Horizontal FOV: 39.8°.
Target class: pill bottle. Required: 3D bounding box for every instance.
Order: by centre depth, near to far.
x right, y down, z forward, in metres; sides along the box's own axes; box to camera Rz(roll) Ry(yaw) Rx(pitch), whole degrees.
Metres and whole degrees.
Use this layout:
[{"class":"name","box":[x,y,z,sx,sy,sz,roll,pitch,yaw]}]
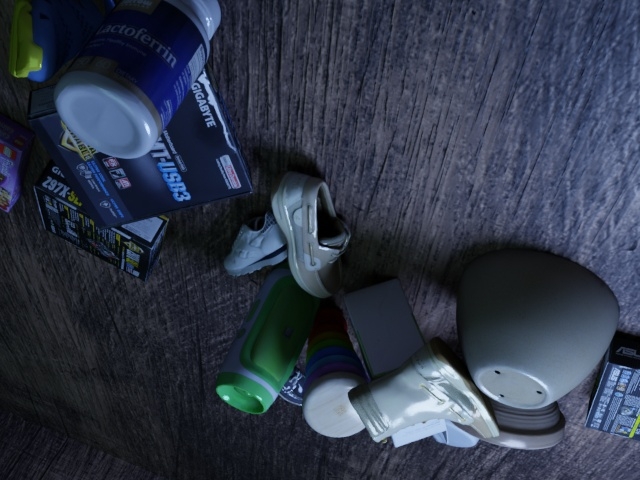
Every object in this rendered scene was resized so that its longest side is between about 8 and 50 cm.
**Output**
[{"class":"pill bottle","box":[-0.250,-0.258,1.259,0.153,0.265,0.153,16,146,11]}]

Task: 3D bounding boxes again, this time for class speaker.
[{"class":"speaker","box":[-0.098,0.191,1.766,0.131,0.297,0.131,18,147,12]}]

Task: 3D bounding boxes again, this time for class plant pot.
[{"class":"plant pot","box":[0.355,0.177,1.537,0.284,0.191,0.284,19,147,12]},{"class":"plant pot","box":[0.368,0.307,1.739,0.237,0.237,0.110,13,106,19]}]

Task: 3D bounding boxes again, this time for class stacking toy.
[{"class":"stacking toy","box":[0.026,0.237,1.769,0.141,0.330,0.141,-2,117,-3]}]

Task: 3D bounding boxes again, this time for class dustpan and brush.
[{"class":"dustpan and brush","box":[0.350,0.435,2.046,0.211,0.060,0.147,8,146,37]}]

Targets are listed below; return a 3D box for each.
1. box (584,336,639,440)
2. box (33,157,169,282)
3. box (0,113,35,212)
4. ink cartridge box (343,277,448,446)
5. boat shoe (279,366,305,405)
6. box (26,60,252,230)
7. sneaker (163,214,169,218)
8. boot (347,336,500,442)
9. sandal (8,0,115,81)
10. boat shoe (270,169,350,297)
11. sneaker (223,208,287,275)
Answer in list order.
[{"class":"box","box":[0.619,0.291,1.631,0.216,0.060,0.270,12,146,15]},{"class":"box","box":[-0.452,-0.033,1.835,0.257,0.079,0.322,27,161,-5]},{"class":"box","box":[-0.724,-0.189,1.877,0.201,0.057,0.293,30,147,-9]},{"class":"ink cartridge box","box":[0.157,0.267,1.767,0.119,0.207,0.353,-19,138,0]},{"class":"boat shoe","box":[-0.081,0.339,2.177,0.206,0.075,0.065,39,149,-11]},{"class":"box","box":[-0.291,-0.162,1.487,0.293,0.073,0.296,-12,140,4]},{"class":"sneaker","box":[-0.339,-0.100,1.731,0.086,0.064,0.192,18,151,3]},{"class":"boot","box":[0.189,0.303,1.581,0.203,0.095,0.262,-32,127,13]},{"class":"sandal","box":[-0.373,-0.318,1.290,0.138,0.317,0.126,12,121,-15]},{"class":"boat shoe","box":[0.000,0.000,1.609,0.098,0.109,0.302,8,138,27]},{"class":"sneaker","box":[-0.126,0.003,1.735,0.235,0.090,0.095,-24,106,49]}]
